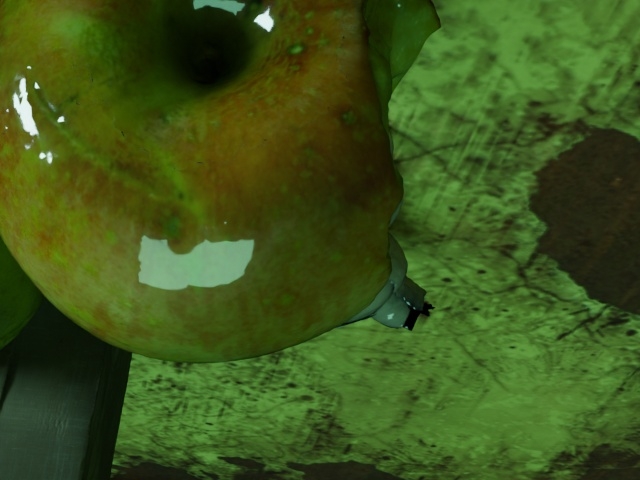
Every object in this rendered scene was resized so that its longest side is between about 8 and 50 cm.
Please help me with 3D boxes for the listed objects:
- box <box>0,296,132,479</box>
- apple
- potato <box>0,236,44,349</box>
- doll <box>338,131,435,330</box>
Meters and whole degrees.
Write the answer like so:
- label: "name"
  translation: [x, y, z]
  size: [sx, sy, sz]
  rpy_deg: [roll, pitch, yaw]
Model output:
- label: "box"
  translation: [-0.243, 0.141, 1.098]
  size: [0.149, 0.231, 0.155]
  rpy_deg: [6, 150, 0]
- label: "apple"
  translation: [-0.054, -0.056, 0.711]
  size: [0.246, 0.246, 0.226]
  rpy_deg: [6, 161, 0]
- label: "potato"
  translation: [-0.275, -0.001, 0.946]
  size: [0.186, 0.148, 0.253]
  rpy_deg: [42, 149, -6]
- label: "doll"
  translation: [0.000, 0.000, 0.943]
  size: [0.149, 0.095, 0.192]
  rpy_deg: [-1, 148, 7]
